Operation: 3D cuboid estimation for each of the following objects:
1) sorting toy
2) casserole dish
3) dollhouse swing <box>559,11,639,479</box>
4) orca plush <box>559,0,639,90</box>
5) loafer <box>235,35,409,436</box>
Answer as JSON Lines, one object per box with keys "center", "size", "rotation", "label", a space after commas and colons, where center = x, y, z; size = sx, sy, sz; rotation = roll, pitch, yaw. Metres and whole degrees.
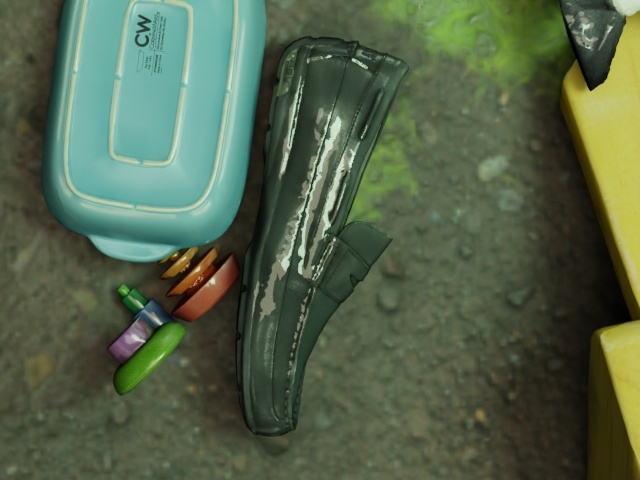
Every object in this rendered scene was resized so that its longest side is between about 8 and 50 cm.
{"center": [-0.090, 0.037, 1.063], "size": [0.042, 0.061, 0.102], "rotation": [45, 66, -6], "label": "sorting toy"}
{"center": [-0.091, -0.083, 1.048], "size": [0.114, 0.037, 0.188], "rotation": [7, 81, -1], "label": "casserole dish"}
{"center": [0.307, 0.060, 1.101], "size": [0.347, 0.305, 0.315], "rotation": [-12, 136, -5], "label": "dollhouse swing"}
{"center": [0.274, -0.145, 1.034], "size": [0.287, 0.102, 0.151], "rotation": [-26, 69, 7], "label": "orca plush"}
{"center": [0.000, 0.000, 1.060], "size": [0.078, 0.076, 0.223], "rotation": [10, 89, 2], "label": "loafer"}
